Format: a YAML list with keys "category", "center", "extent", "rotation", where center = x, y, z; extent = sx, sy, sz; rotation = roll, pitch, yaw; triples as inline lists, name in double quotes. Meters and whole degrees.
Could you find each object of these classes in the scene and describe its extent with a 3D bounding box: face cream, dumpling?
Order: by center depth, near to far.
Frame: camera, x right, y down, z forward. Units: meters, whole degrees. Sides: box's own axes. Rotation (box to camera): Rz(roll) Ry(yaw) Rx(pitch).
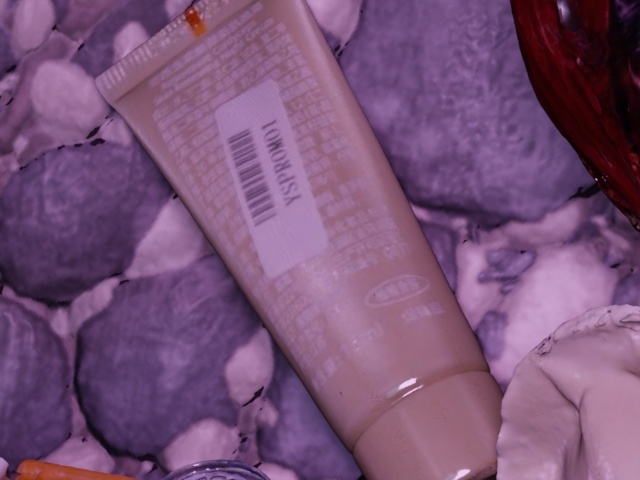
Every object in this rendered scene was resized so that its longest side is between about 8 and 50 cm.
- category: "dumpling"
  center: [0.167, 0.136, 0.874]
  extent: [0.172, 0.142, 0.247]
  rotation: [-16, 115, 38]
- category: "face cream"
  center: [0.000, 0.000, 1.009]
  extent: [0.137, 0.084, 0.341]
  rotation: [-35, 65, 10]

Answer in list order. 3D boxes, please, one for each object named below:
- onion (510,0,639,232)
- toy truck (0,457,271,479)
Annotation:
- category: "onion"
  center: [0.228, -0.116, 0.860]
  extent: [0.281, 0.221, 0.281]
  rotation: [-8, 66, 19]
- category: "toy truck"
  center: [-0.121, 0.222, 0.915]
  extent: [0.387, 0.207, 0.173]
  rotation: [7, 121, 22]
